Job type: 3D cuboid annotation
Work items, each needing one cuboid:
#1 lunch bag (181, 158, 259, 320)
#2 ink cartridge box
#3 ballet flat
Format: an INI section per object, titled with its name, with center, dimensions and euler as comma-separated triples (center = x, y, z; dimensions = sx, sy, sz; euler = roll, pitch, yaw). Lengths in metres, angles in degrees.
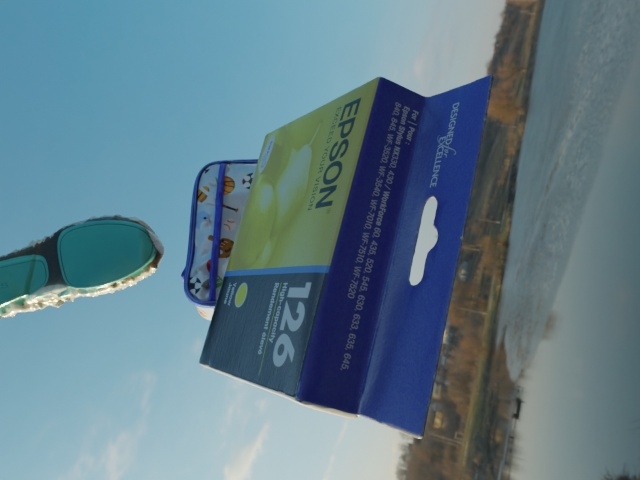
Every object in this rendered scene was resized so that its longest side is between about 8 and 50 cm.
[lunch bag]
center = -0.122, 0.000, 0.877
dimensions = 0.115, 0.243, 0.304
euler = 89, 180, -64
[ink cartridge box]
center = 0.000, 0.000, 0.489
dimensions = 0.072, 0.307, 0.304
euler = 24, -108, -28
[ballet flat]
center = -0.469, 0.048, 0.931
dimensions = 0.147, 0.408, 0.147
euler = -13, -90, -83
